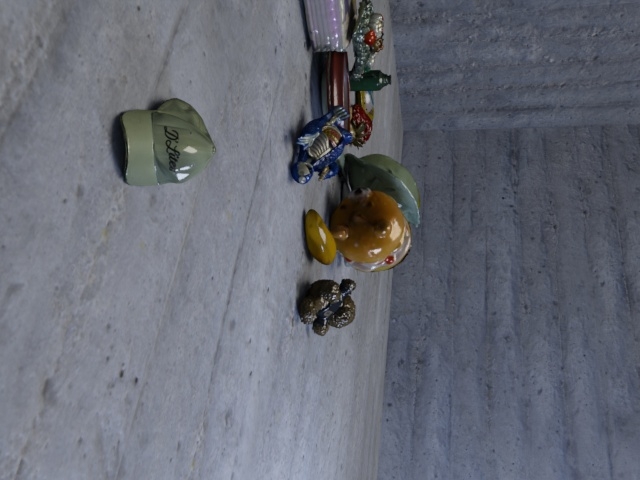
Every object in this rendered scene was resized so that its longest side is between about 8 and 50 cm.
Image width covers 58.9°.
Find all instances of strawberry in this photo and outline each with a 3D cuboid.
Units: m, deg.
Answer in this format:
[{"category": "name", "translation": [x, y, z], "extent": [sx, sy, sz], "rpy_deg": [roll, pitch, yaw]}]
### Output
[{"category": "strawberry", "translation": [0.161, -0.467, 2.199], "extent": [0.167, 0.086, 0.208], "rpy_deg": [73, 20, -47]}]

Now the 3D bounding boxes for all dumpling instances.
[{"category": "dumpling", "translation": [0.226, -0.209, 2.045], "extent": [0.270, 0.320, 0.212], "rpy_deg": [86, 23, -43]}]

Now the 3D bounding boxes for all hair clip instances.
[{"category": "hair clip", "translation": [0.142, -0.575, 1.673], "extent": [0.321, 0.091, 0.139], "rpy_deg": [67, 38, -83]}]

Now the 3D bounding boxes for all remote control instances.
[{"category": "remote control", "translation": [0.071, -0.266, 1.958], "extent": [0.166, 0.029, 0.065], "rpy_deg": [58, 34, -66]}]

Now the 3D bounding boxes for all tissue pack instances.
[{"category": "tissue pack", "translation": [0.022, -0.711, 1.532], "extent": [0.242, 0.125, 0.344], "rpy_deg": [-77, 164, -47]}]

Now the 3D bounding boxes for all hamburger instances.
[{"category": "hamburger", "translation": [0.151, -0.040, 1.844], "extent": [0.237, 0.276, 0.277], "rpy_deg": [35, 57, -64]}]

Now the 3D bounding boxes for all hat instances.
[{"category": "hat", "translation": [-0.203, -0.136, 0.758], "extent": [0.166, 0.081, 0.123], "rpy_deg": [-15, 104, -65]}]

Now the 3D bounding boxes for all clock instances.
[{"category": "clock", "translation": [0.044, -0.439, 1.735], "extent": [0.318, 0.080, 0.319], "rpy_deg": [0, 90, -84]}]

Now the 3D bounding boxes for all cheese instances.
[{"category": "cheese", "translation": [0.194, -0.574, 2.373], "extent": [0.250, 0.064, 0.157], "rpy_deg": [61, 34, -60]}]

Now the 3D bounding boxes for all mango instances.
[{"category": "mango", "translation": [0.000, 0.000, 1.588], "extent": [0.098, 0.075, 0.190], "rpy_deg": [-97, 172, -47]}]

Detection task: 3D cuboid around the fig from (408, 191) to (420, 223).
[{"category": "fig", "translation": [0.275, -0.193, 2.356], "extent": [0.258, 0.257, 0.326], "rpy_deg": [77, 3, -45]}]

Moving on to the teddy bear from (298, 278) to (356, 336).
[{"category": "teddy bear", "translation": [0.022, 0.169, 1.590], "extent": [0.129, 0.182, 0.251], "rpy_deg": [51, 4, 32]}]

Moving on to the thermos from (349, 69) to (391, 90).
[{"category": "thermos", "translation": [0.144, -0.542, 1.905], "extent": [0.083, 0.187, 0.073], "rpy_deg": [78, 18, -47]}]

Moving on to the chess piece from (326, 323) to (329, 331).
[{"category": "chess piece", "translation": [0.005, 0.236, 1.700], "extent": [0.083, 0.038, 0.084], "rpy_deg": [-1, 90, -77]}]

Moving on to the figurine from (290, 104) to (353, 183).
[{"category": "figurine", "translation": [-0.010, -0.238, 1.480], "extent": [0.262, 0.120, 0.164], "rpy_deg": [-47, 132, -45]}]

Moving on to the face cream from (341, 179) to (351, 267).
[{"category": "face cream", "translation": [0.109, -0.060, 2.053], "extent": [0.143, 0.089, 0.315], "rpy_deg": [50, 31, -69]}]

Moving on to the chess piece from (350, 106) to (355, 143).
[{"category": "chess piece", "translation": [0.087, -0.402, 1.962], "extent": [0.066, 0.066, 0.122], "rpy_deg": [46, 40, -71]}]
